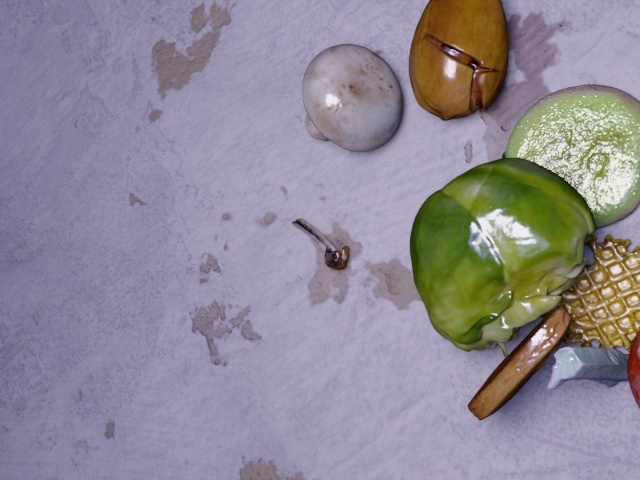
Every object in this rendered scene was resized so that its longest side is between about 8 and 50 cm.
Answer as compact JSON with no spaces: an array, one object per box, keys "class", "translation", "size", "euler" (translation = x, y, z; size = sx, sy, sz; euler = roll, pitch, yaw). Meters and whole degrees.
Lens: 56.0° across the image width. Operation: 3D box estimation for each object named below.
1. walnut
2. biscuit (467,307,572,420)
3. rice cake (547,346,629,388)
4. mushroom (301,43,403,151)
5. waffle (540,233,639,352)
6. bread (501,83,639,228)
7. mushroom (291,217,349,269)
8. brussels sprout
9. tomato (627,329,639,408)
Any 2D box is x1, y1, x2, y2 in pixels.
[{"class":"walnut","translation":[0.286,-0.416,1.242],"size":[0.208,0.209,0.337],"euler":[0,81,26]},{"class":"biscuit","translation":[0.386,0.217,1.116],"size":[0.052,0.277,0.262],"euler":[42,113,18]},{"class":"rice cake","translation":[0.492,0.229,1.081],"size":[0.081,0.290,0.051],"euler":[-57,46,22]},{"class":"mushroom","translation":[0.056,-0.308,1.360],"size":[0.243,0.243,0.244],"euler":[-1,88,26]},{"class":"waffle","translation":[0.552,0.105,1.177],"size":[0.228,0.051,0.232],"euler":[16,96,22]},{"class":"bread","translation":[0.514,-0.170,1.206],"size":[0.301,0.045,0.302],"euler":[-1,87,27]},{"class":"mushroom","translation":[0.000,0.000,1.449],"size":[0.187,0.061,0.060],"euler":[45,137,28]},{"class":"brussels sprout","translation":[0.332,0.023,1.158],"size":[0.314,0.275,0.372],"euler":[34,120,25]},{"class":"tomato","translation":[0.667,0.231,1.020],"size":[0.270,0.227,0.271],"euler":[-7,69,18]}]
